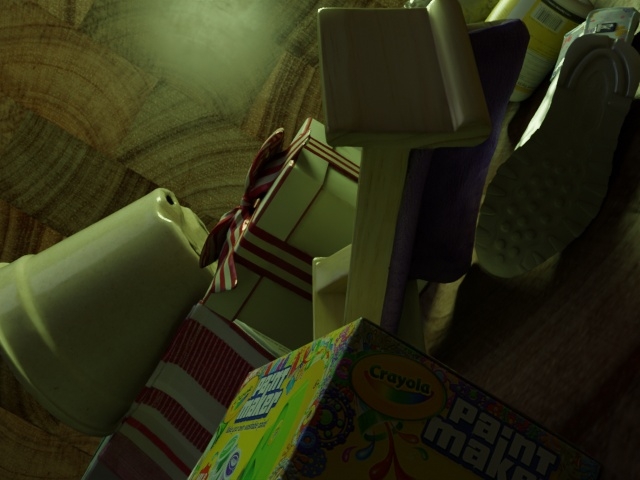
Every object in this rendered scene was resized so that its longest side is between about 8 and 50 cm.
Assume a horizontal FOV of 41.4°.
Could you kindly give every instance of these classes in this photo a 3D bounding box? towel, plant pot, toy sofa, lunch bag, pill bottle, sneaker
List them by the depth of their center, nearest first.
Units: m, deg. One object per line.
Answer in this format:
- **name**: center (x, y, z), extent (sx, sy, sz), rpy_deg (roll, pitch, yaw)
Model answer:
- **sneaker**: center (0.208, -0.065, 0.749), extent (0.235, 0.090, 0.095), rpy_deg (-58, -7, -10)
- **toy sofa**: center (0.082, -0.024, 0.760), extent (0.362, 0.177, 0.150), rpy_deg (93, 176, -51)
- **lunch bag**: center (0.278, -0.192, 0.847), extent (0.083, 0.053, 0.071), rpy_deg (-30, 30, 56)
- **pill bottle**: center (0.244, -0.240, 1.053), extent (0.184, 0.103, 0.103), rpy_deg (-54, 9, 31)
- **towel**: center (-0.170, 0.278, 1.247), extent (0.329, 0.237, 0.037), rpy_deg (-57, -16, 16)
- **plant pot**: center (-0.309, 0.088, 1.353), extent (0.306, 0.333, 0.334), rpy_deg (-36, 10, 5)

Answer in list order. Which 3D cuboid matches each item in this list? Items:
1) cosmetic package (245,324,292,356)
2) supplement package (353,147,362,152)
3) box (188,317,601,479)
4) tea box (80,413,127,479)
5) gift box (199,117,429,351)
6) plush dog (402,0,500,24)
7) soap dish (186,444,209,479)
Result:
- **cosmetic package**: center (-0.058, 0.104, 1.456), extent (0.309, 0.160, 0.113), rpy_deg (-61, 7, -24)
- **supplement package**: center (0.116, -0.185, 1.381), extent (0.292, 0.178, 0.175), rpy_deg (-60, 7, -12)
- **box**: center (-0.008, 0.234, 0.567), extent (0.279, 0.177, 0.290), rpy_deg (-61, 8, -22)
- **tea box**: center (-0.295, 0.383, 1.654), extent (0.329, 0.220, 0.323), rpy_deg (-55, 8, 25)
- **gift box**: center (0.000, 0.000, 1.110), extent (0.255, 0.258, 0.276), rpy_deg (-57, 7, 17)
- **plush dog**: center (0.229, -0.305, 1.203), extent (0.225, 0.211, 0.262), rpy_deg (76, -153, -65)
- **soap dish**: center (-0.126, 0.374, 0.988), extent (0.228, 0.118, 0.291), rpy_deg (-59, 7, 1)
